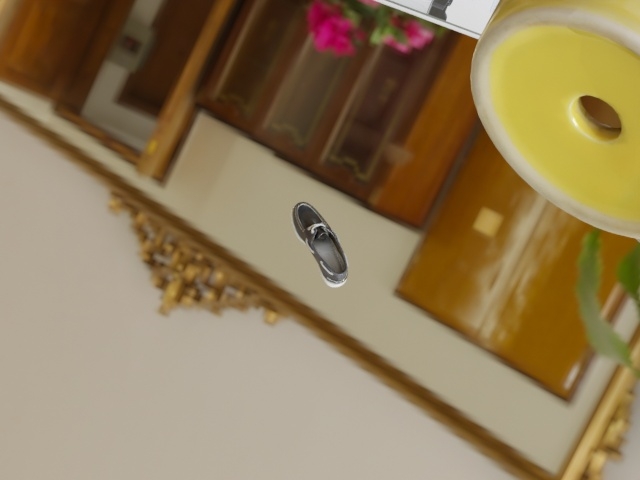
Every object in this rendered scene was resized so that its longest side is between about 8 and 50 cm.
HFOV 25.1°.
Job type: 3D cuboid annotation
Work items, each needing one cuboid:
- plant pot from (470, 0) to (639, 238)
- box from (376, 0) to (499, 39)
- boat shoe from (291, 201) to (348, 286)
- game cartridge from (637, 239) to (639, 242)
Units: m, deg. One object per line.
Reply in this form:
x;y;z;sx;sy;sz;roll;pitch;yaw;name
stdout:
0.216;-0.138;0.834;0.254;0.239;0.254;31;151;20;plant pot
0.119;-0.316;1.688;0.290;0.087;0.169;19;-164;-4;box
0.000;0.000;1.855;0.038;0.046;0.125;110;140;-64;boat shoe
0.469;-0.098;1.617;0.062;0.297;0.198;25;-163;-42;game cartridge
